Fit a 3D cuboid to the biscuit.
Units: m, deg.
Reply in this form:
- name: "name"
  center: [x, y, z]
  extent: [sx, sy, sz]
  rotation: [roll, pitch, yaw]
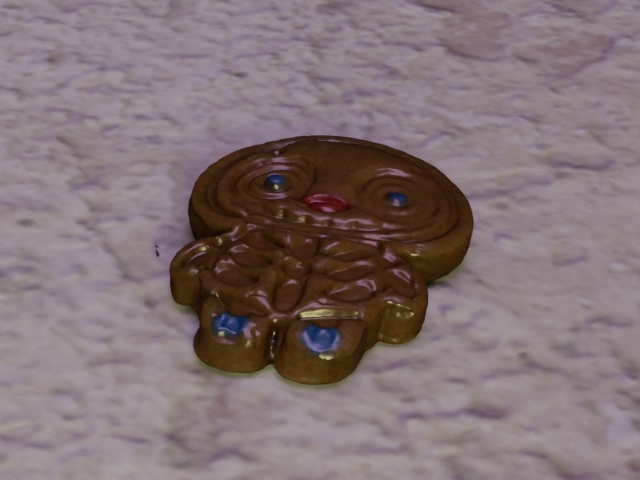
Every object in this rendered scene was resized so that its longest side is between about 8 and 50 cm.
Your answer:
- name: "biscuit"
  center: [0.000, 0.000, 0.794]
  extent: [0.124, 0.026, 0.175]
  rotation: [7, 32, 8]
